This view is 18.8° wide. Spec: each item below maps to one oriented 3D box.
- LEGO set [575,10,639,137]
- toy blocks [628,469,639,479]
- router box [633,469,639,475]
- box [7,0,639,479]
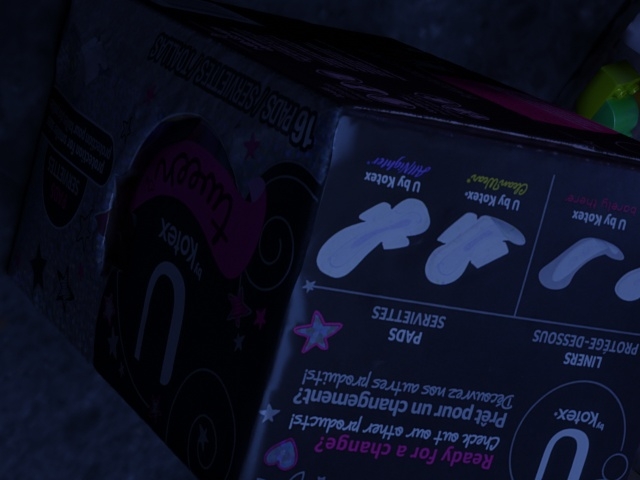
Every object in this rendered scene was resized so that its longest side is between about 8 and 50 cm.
[{"bbox_3d":[0.151,-0.023,0.843,0.087,0.093,0.227,-20,154,-44],"label":"LEGO set"},{"bbox_3d":[0.049,0.222,0.847,0.261,0.191,0.381,39,105,4],"label":"toy blocks"},{"bbox_3d":[0.153,0.167,0.991,0.122,0.038,0.092,32,90,-31],"label":"router box"},{"bbox_3d":[0.000,0.000,0.731,0.163,0.247,0.142,9,102,-29],"label":"box"}]
